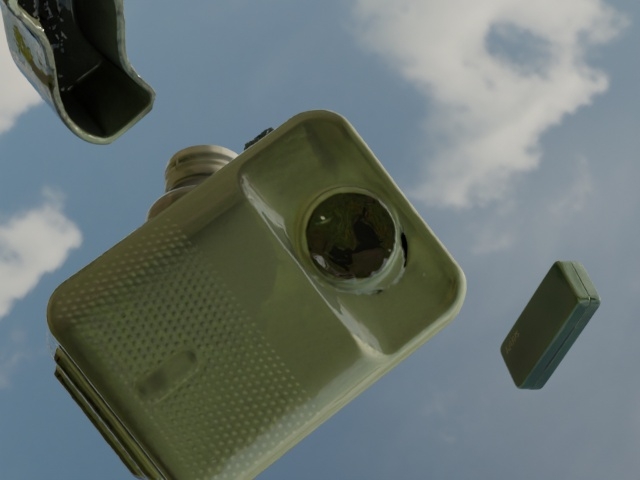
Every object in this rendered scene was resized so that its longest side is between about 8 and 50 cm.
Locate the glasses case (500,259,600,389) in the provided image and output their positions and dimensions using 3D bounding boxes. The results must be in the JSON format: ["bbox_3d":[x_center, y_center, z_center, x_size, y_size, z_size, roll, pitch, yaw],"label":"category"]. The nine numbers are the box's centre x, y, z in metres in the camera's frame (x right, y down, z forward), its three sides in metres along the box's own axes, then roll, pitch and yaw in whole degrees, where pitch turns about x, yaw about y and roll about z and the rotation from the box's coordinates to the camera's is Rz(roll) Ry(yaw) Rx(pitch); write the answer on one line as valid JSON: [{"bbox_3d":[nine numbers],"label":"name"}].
[{"bbox_3d":[0.300,0.113,1.532,0.077,0.039,0.184,-110,-148,-41],"label":"glasses case"}]

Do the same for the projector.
[{"bbox_3d":[-0.039,0.039,0.711,0.242,0.163,0.177,-36,180,-18],"label":"projector"}]

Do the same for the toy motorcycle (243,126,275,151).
[{"bbox_3d":[-0.066,-0.039,1.455,0.204,0.239,0.108,-64,-149,11],"label":"toy motorcycle"}]

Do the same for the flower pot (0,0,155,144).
[{"bbox_3d":[-0.246,-0.204,1.118,0.103,0.229,0.108,-34,-124,-15],"label":"flower pot"}]

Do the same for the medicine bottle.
[{"bbox_3d":[-0.123,0.008,1.247,0.135,0.135,0.215,-25,-130,28],"label":"medicine bottle"}]
